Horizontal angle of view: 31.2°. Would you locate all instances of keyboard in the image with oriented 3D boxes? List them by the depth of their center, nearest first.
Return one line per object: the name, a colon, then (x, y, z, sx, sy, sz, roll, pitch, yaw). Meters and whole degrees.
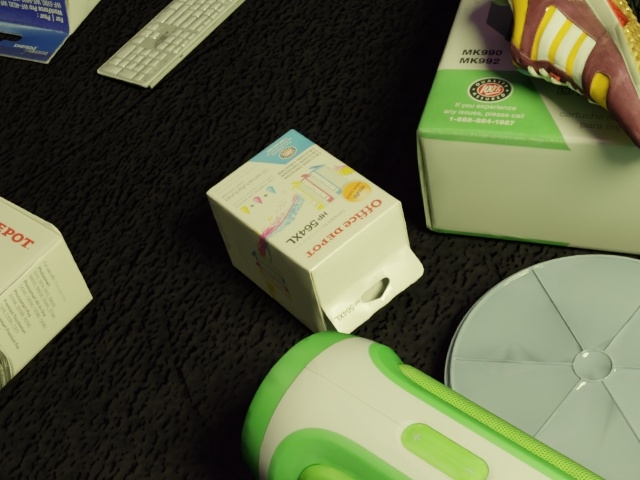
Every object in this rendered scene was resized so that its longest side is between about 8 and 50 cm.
keyboard: (-0.119, -0.241, 1.165, 0.072, 0.014, 0.256, 23, 58, 31)

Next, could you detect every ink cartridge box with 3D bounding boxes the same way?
ink cartridge box: (0.000, 0.000, 0.867, 0.092, 0.090, 0.143, -39, 50, -20)
ink cartridge box: (-0.303, 0.060, 0.893, 0.148, 0.086, 0.203, 26, 59, 32)
ink cartridge box: (0.212, -0.139, 0.914, 0.211, 0.121, 0.289, 6, 51, 18)
ink cartridge box: (-0.283, -0.331, 1.256, 0.165, 0.065, 0.332, 12, 54, 23)

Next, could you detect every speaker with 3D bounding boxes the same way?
speaker: (0.095, 0.165, 0.669, 0.296, 0.131, 0.131, 29, 61, 33)

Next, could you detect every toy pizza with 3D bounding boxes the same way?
toy pizza: (0.185, 0.093, 0.776, 0.201, 0.032, 0.201, -8, 48, 9)

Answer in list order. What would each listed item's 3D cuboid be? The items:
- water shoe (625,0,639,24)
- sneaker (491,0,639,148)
water shoe: (0.234, -0.202, 0.848, 0.080, 0.073, 0.203, -12, 49, -26)
sneaker: (0.181, -0.123, 0.789, 0.084, 0.069, 0.185, -35, 57, 28)
